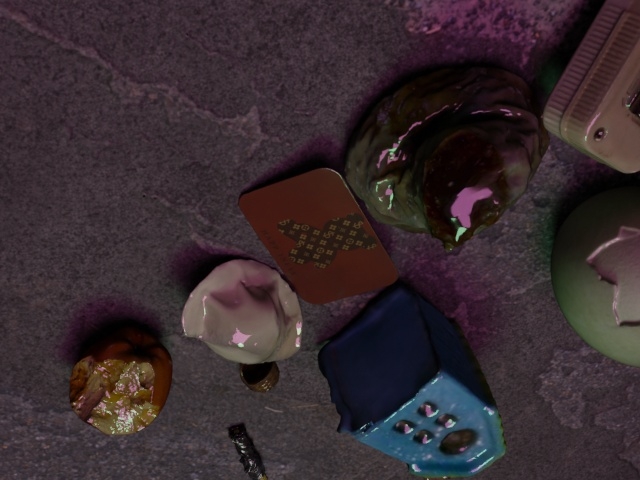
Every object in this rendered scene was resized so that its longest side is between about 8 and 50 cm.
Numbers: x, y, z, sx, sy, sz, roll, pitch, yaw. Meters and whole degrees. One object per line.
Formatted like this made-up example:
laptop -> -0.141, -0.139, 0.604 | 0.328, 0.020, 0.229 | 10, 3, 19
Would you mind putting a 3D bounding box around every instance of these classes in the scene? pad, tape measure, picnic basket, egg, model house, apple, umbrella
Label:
pad -> 0.000, 0.000, 1.635 | 0.181, 0.004, 0.267 | -17, 129, 21
tape measure -> 0.478, -0.237, 1.511 | 0.231, 0.133, 0.271 | 19, 102, -44
picnic basket -> -0.112, 0.215, 1.752 | 0.072, 0.072, 0.083 | -26, 135, 5
egg -> 0.520, 0.064, 1.638 | 0.278, 0.336, 0.278 | -4, 119, -8
model house -> 0.185, 0.253, 1.750 | 0.303, 0.237, 0.215 | 33, 114, -32
apple -> -0.317, 0.224, 1.668 | 0.156, 0.147, 0.158 | 37, 102, 3
umbrella -> -0.133, 0.401, 1.896 | 0.040, 0.037, 0.144 | -28, 124, -10

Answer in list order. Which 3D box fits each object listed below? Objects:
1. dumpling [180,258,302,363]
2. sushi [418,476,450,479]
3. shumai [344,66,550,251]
dumpling -> -0.116, 0.118, 1.665 | 0.216, 0.126, 0.166 | 22, 90, -11
sushi -> 0.214, 0.354, 1.908 | 0.161, 0.107, 0.241 | -34, 125, 7
shumai -> 0.219, -0.083, 1.503 | 0.304, 0.263, 0.309 | 36, 110, -28
